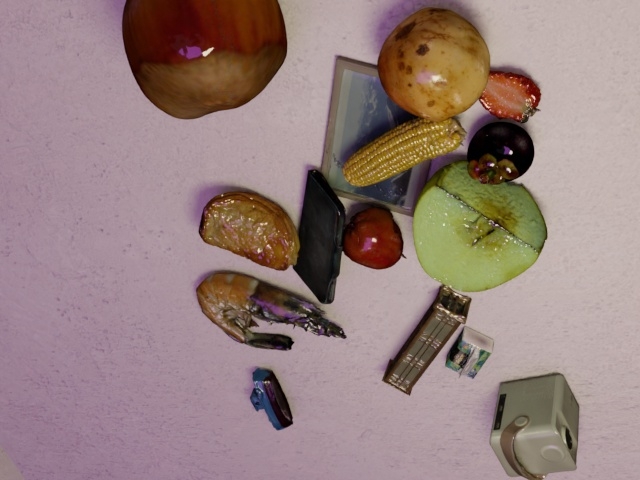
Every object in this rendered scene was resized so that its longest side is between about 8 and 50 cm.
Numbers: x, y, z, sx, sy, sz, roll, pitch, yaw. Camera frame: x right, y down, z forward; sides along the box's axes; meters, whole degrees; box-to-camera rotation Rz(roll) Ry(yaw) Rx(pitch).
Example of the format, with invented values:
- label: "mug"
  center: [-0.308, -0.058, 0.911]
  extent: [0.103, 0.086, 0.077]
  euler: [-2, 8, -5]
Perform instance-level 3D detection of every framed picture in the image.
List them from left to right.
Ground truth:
- label: "framed picture"
  center: [0.130, -0.218, 1.598]
  extent: [0.247, 0.022, 0.335]
  euler: [17, 128, 10]

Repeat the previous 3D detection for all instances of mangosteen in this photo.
- label: "mangosteen"
  center: [0.357, -0.167, 1.459]
  extent: [0.137, 0.151, 0.137]
  euler: [22, 146, 16]

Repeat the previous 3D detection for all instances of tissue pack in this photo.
- label: "tissue pack"
  center: [0.373, 0.292, 1.825]
  extent: [0.085, 0.079, 0.111]
  euler: [25, 129, 2]

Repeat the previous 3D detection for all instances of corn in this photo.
- label: "corn"
  center: [0.167, -0.190, 1.532]
  extent: [0.291, 0.101, 0.101]
  euler: [-23, 113, 37]

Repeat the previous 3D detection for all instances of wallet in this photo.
- label: "wallet"
  center: [0.000, 0.000, 1.724]
  extent: [0.172, 0.045, 0.318]
  euler: [52, 147, 39]

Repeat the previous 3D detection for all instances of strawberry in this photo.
- label: "strawberry"
  center: [0.368, -0.293, 1.436]
  extent: [0.152, 0.048, 0.104]
  euler: [36, 135, 6]

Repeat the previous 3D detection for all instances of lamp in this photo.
- label: "lamp"
  center: [0.265, 0.257, 1.839]
  extent: [0.090, 0.089, 0.325]
  euler: [29, 128, 1]

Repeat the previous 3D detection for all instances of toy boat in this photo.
- label: "toy boat"
  center: [-0.156, 0.482, 2.154]
  extent: [0.097, 0.100, 0.223]
  euler: [-12, 117, 17]

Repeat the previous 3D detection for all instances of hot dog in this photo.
- label: "hot dog"
  center: [-0.164, -0.023, 1.797]
  extent: [0.259, 0.114, 0.175]
  euler: [22, 124, 3]

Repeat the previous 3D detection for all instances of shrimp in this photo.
- label: "shrimp"
  center: [-0.138, 0.223, 1.981]
  extent: [0.445, 0.085, 0.272]
  euler: [13, 132, 16]

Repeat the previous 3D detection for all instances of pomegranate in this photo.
- label: "pomegranate"
  center: [0.216, -0.322, 1.374]
  extent: [0.215, 0.215, 0.215]
  euler: [11, 127, 14]

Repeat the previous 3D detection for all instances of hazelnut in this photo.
- label: "hazelnut"
  center: [-0.234, -0.418, 1.415]
  extent: [0.365, 0.366, 0.366]
  euler: [11, 127, 14]

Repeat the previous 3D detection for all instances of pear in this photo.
- label: "pear"
  center: [0.324, -0.017, 1.580]
  extent: [0.292, 0.159, 0.292]
  euler: [13, 127, 17]

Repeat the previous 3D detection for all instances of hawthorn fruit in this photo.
- label: "hawthorn fruit"
  center: [0.133, 0.003, 1.681]
  extent: [0.172, 0.148, 0.148]
  euler: [36, 129, -15]

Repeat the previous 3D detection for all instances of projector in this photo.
- label: "projector"
  center: [0.530, 0.464, 1.784]
  extent: [0.177, 0.242, 0.163]
  euler: [-19, 113, 32]
